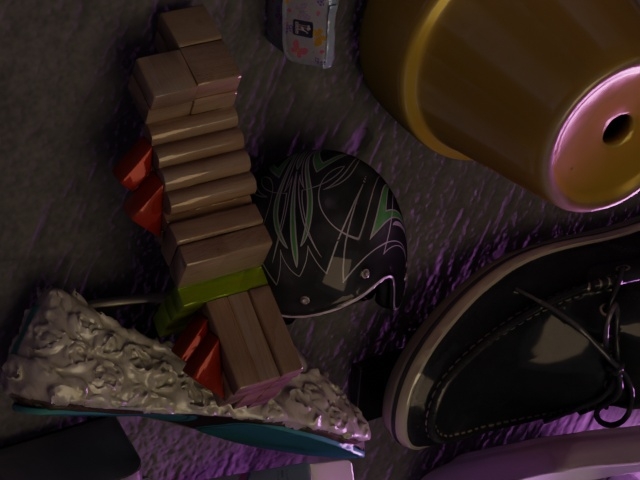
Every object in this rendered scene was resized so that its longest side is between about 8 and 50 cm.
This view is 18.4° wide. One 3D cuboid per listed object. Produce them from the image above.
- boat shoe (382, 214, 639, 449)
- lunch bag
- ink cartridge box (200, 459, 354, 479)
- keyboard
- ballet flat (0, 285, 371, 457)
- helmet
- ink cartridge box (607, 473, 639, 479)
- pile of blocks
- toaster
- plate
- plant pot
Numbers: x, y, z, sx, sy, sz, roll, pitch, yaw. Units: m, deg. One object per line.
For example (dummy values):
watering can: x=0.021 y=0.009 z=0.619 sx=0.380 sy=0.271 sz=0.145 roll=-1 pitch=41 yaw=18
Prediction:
boat shoe: x=0.285 y=0.096 z=2.048 sx=0.500 sy=0.156 sz=0.186 roll=-20 pitch=131 yaw=-28
lunch bag: x=-0.013 y=-0.197 z=1.739 sx=0.053 sy=0.083 sz=0.071 roll=-14 pitch=124 yaw=-27
ink cartridge box: x=-0.057 y=0.291 z=1.969 sx=0.198 sy=0.067 sz=0.115 roll=-10 pitch=126 yaw=0
keyboard: x=0.111 y=0.122 z=2.058 sx=0.180 sy=0.023 sz=0.108 roll=-16 pitch=130 yaw=-26
ballet flat: x=-0.106 y=0.120 z=1.847 sx=0.409 sy=0.147 sz=0.147 roll=14 pitch=109 yaw=-39
helmet: x=0.000 y=0.000 z=1.807 sx=0.169 sy=0.169 sz=0.161 roll=-46 pitch=153 yaw=-1
ink cartridge box: x=0.385 y=0.354 z=2.355 sx=0.104 sy=0.060 sz=0.180 roll=-51 pitch=132 yaw=2
pile of blocks: x=-0.123 y=-0.016 z=1.726 sx=0.113 sy=0.149 sz=0.362 roll=-15 pitch=98 yaw=-25
toaster: x=-0.250 y=0.268 z=1.846 sx=0.186 sy=0.110 sz=0.168 roll=-15 pitch=124 yaw=-26
plate: x=0.273 y=0.232 z=2.114 sx=0.278 sy=0.277 sz=0.045 roll=-1 pitch=77 yaw=-33
plant pot: x=0.201 y=-0.155 z=1.784 sx=0.254 sy=0.239 sz=0.254 roll=-21 pitch=135 yaw=-22
